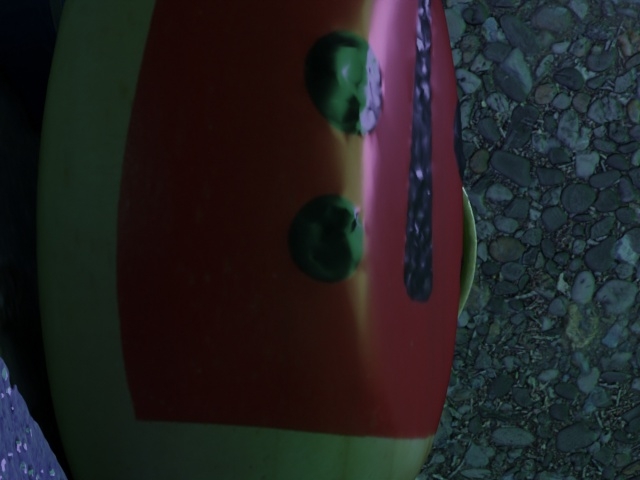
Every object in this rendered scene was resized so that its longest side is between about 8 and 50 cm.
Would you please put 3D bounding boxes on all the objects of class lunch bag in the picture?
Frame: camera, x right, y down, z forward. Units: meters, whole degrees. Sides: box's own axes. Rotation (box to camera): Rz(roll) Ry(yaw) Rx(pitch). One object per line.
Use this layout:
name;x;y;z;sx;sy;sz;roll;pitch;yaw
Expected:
lunch bag;-0.144;-0.113;0.734;0.098;0.065;0.067;71;7;-55

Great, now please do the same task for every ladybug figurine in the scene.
ladybug figurine;-0.019;-0.024;0.710;0.305;0.162;0.449;10;79;-64

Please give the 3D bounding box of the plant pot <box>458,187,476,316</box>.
plant pot;0.000;0.000;1.365;0.254;0.276;0.276;-155;-129;-79

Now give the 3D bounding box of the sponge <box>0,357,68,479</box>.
sponge;-0.122;0.133;0.505;0.117;0.031;0.210;-98;175;-48
